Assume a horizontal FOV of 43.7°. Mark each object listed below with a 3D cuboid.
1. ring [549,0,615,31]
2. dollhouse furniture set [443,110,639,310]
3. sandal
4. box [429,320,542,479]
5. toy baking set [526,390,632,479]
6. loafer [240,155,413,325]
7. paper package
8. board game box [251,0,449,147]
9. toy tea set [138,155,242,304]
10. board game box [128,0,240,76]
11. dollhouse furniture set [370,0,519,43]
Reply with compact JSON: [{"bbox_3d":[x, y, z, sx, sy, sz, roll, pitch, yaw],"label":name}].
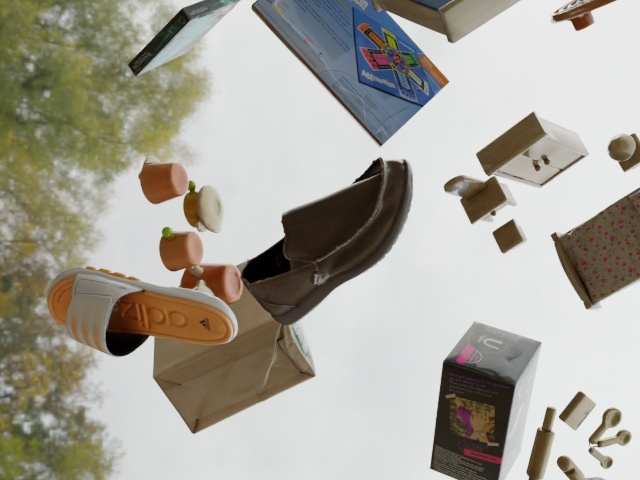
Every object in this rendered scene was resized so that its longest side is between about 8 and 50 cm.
[{"bbox_3d":[0.384,-0.285,0.766,0.337,0.337,0.032,-15,-74,51],"label":"ring"},{"bbox_3d":[0.384,-0.002,1.234,0.303,0.174,0.355,-37,-119,33],"label":"dollhouse furniture set"},{"bbox_3d":[-0.235,0.097,0.979,0.266,0.076,0.101,5,-56,18],"label":"sandal"},{"bbox_3d":[0.315,0.320,1.535,0.143,0.165,0.270,17,-59,25],"label":"box"},{"bbox_3d":[0.434,0.380,1.346,0.030,0.197,0.256,-144,-113,-69],"label":"toy baking set"},{"bbox_3d":[0.000,0.000,1.226,0.366,0.130,0.133,-46,-152,30],"label":"loafer"},{"bbox_3d":[-0.193,0.207,1.722,0.168,0.310,0.325,63,2,-25],"label":"paper package"},{"bbox_3d":[0.046,-0.290,1.188,0.145,0.281,0.027,-43,-175,-3],"label":"board game box"},{"bbox_3d":[-0.255,0.008,1.452,0.124,0.200,0.335,-8,-81,23],"label":"toy tea set"},{"bbox_3d":[-0.222,-0.339,1.299,0.186,0.126,0.026,-26,-80,47],"label":"board game box"},{"bbox_3d":[0.160,-0.452,0.980,0.198,0.286,0.303,45,-15,51],"label":"dollhouse furniture set"}]
